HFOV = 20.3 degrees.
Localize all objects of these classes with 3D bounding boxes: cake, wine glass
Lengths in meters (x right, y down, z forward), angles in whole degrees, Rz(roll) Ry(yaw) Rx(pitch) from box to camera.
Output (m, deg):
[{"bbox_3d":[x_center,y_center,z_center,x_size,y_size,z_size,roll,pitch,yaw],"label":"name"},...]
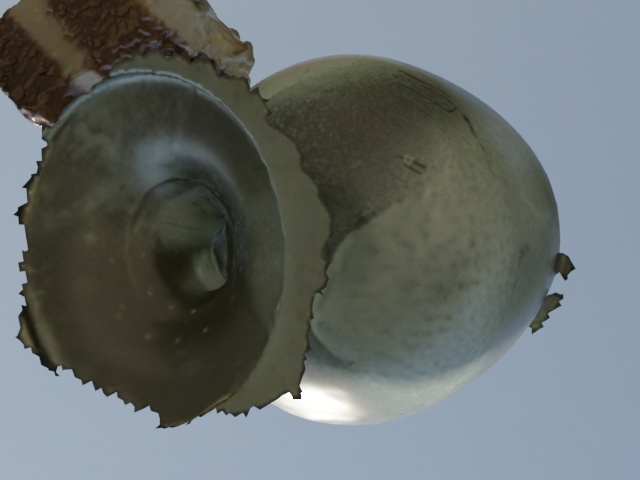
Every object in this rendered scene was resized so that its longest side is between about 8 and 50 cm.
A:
[{"bbox_3d":[-0.143,-0.131,1.281,0.147,0.135,0.134,-49,-136,3],"label":"cake"},{"bbox_3d":[0.000,0.000,1.051,0.238,0.238,0.323,11,-169,34],"label":"wine glass"}]
